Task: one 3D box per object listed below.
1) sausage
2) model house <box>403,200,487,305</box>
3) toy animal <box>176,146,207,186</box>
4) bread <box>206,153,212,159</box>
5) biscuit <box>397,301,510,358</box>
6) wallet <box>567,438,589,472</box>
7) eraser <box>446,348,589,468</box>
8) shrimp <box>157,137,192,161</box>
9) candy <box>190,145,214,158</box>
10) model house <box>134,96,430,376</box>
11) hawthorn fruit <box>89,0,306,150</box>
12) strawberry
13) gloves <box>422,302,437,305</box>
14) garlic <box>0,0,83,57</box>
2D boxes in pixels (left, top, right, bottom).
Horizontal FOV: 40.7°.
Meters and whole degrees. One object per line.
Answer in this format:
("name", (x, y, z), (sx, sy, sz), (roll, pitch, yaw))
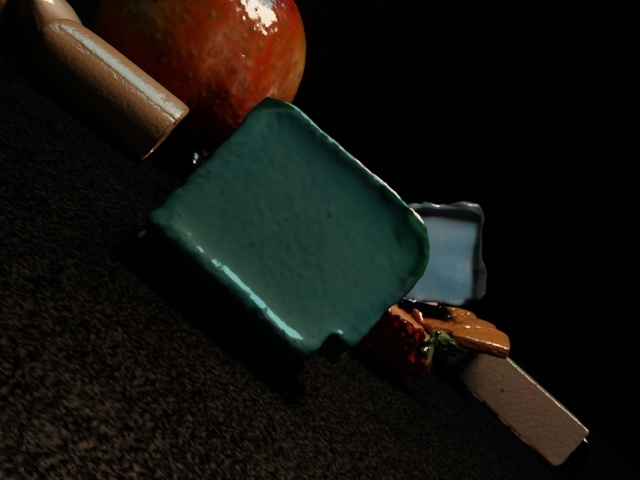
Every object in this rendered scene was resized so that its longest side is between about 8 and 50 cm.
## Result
("sausage", (-0.350, -0.250, 1.414), (0.253, 0.123, 0.123), (40, 6, -11))
("model house", (0.206, 0.039, 1.896), (0.237, 0.215, 0.303), (4, -8, -10))
("toy animal", (-0.115, -0.035, 1.460), (0.324, 0.090, 0.195), (43, 29, -18))
("bread", (-0.131, -0.095, 1.663), (0.211, 0.083, 0.114), (27, 10, 8))
("biscuit", (0.286, 0.182, 1.843), (0.284, 0.043, 0.306), (6, 10, -40))
("wallet", (0.492, 0.393, 2.005), (0.323, 0.041, 0.247), (44, -10, 30))
("eraser", (0.417, 0.336, 1.878), (0.352, 0.111, 0.077), (43, 5, 29))
("shrimp", (-0.323, -0.213, 1.744), (0.148, 0.035, 0.195), (38, 8, -1))
("candy", (-0.159, -0.216, 1.959), (0.135, 0.179, 0.321), (46, 4, 27))
("model house", (-0.051, 0.019, 1.058), (0.280, 0.230, 0.249), (42, -18, 1))
("hawthorn fruit", (-0.219, -0.374, 1.621), (0.403, 0.403, 0.403), (40, 6, -5))
("strawberry", (0.093, 0.139, 1.421), (0.286, 0.106, 0.188), (34, 3, 0))
("gloves", (0.234, 0.137, 2.179), (0.241, 0.126, 0.145), (35, -3, 35))
("garlic", (-0.532, -0.420, 1.495), (0.279, 0.132, 0.325), (36, 5, -26))
